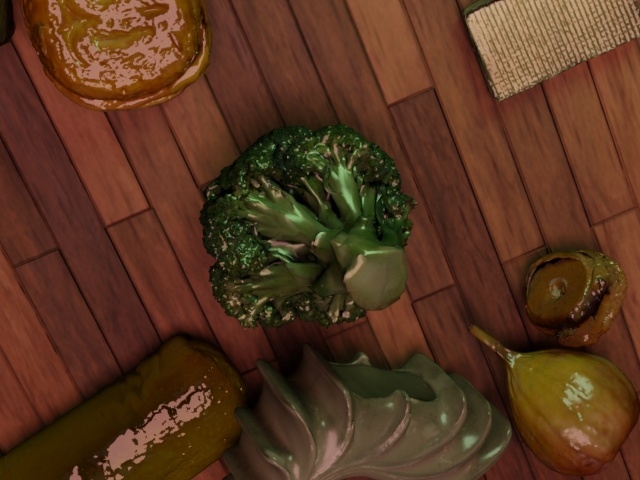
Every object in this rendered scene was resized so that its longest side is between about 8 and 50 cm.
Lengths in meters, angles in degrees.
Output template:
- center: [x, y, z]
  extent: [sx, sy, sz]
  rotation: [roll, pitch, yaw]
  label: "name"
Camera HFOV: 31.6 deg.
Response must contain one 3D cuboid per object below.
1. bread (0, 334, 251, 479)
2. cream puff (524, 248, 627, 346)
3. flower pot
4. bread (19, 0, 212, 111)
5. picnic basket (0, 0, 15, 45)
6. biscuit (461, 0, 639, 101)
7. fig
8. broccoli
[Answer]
- center: [-0.258, 0.276, 1.419]
  extent: [0.383, 0.112, 0.166]
  rotation: [-34, 107, 4]
  label: "bread"
- center: [0.324, 0.069, 1.418]
  extent: [0.133, 0.119, 0.104]
  rotation: [-38, 131, 22]
  label: "cream puff"
- center: [0.065, 0.267, 1.408]
  extent: [0.367, 0.164, 0.254]
  rotation: [6, 109, -28]
  label: "flower pot"
- center: [-0.230, -0.257, 1.254]
  extent: [0.198, 0.120, 0.236]
  rotation: [-15, 107, 1]
  label: "bread"
- center: [-0.429, -0.254, 1.224]
  extent: [0.178, 0.138, 0.128]
  rotation: [1, 105, -7]
  label: "picnic basket"
- center: [0.277, -0.261, 1.349]
  extent: [0.199, 0.040, 0.121]
  rotation: [-24, 110, 3]
  label: "biscuit"
- center: [0.281, 0.188, 1.433]
  extent: [0.257, 0.159, 0.159]
  rotation: [40, 99, -9]
  label: "fig"
- center: [0.000, 0.000, 1.282]
  extent: [0.270, 0.270, 0.270]
  rotation: [-12, 117, -24]
  label: "broccoli"
